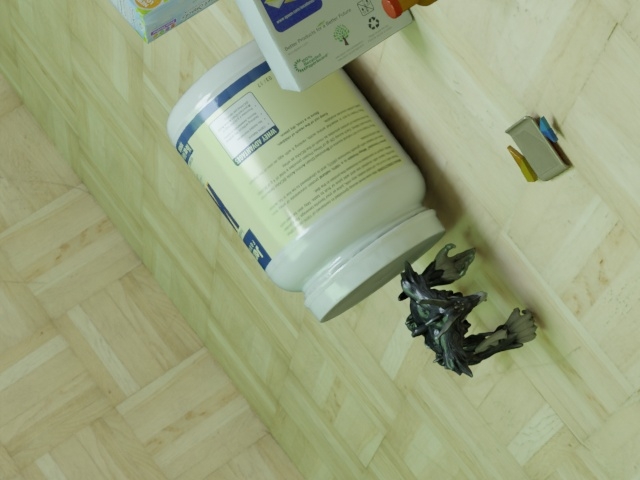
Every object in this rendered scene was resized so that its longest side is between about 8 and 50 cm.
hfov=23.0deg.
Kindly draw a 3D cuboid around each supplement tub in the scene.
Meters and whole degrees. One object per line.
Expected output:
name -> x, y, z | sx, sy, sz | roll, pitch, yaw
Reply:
supplement tub -> -0.015, -0.083, 1.998 | 0.324, 0.235, 0.235 | 54, 162, 8

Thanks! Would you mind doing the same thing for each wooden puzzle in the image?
wooden puzzle -> 0.233, -0.099, 1.688 | 0.078, 0.014, 0.116 | 54, 163, -6

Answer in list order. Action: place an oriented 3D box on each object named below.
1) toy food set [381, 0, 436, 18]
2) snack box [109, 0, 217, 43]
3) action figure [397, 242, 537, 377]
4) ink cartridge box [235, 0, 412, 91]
toy food set -> 0.047, -0.333, 1.607 | 0.232, 0.104, 0.111 | 56, 163, 0
snack box -> -0.222, -0.387, 2.106 | 0.207, 0.174, 0.070 | 49, 162, 24
action figure -> 0.175, 0.088, 1.973 | 0.164, 0.141, 0.275 | 55, 178, 9
ink cartridge box -> -0.041, -0.344, 1.722 | 0.332, 0.165, 0.065 | 63, 162, -20
